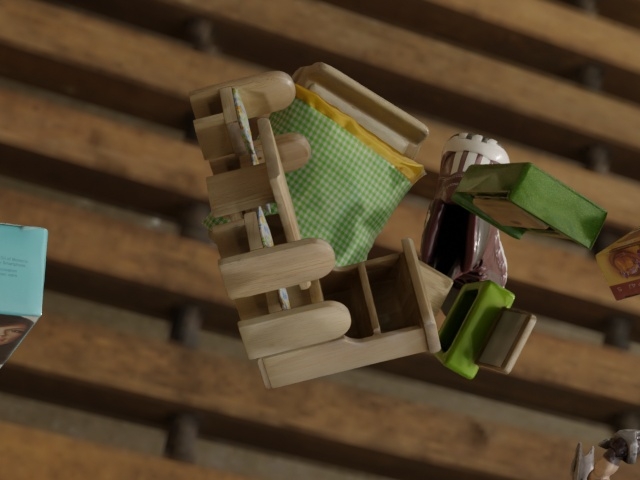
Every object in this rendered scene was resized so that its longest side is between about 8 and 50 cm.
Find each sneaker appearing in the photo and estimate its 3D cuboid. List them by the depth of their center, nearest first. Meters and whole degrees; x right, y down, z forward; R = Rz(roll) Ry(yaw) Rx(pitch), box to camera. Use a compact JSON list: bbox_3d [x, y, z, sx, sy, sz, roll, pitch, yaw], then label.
[{"bbox_3d":[0.151,0.026,2.098,0.162,0.106,0.281,-65,159,-46],"label":"sneaker"}]

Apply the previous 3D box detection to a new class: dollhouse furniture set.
[{"bbox_3d":[0.000,0.000,1.563,0.242,0.161,0.212,75,1,-46],"label":"dollhouse furniture set"},{"bbox_3d":[0.075,-0.016,1.687,0.197,0.302,0.151,-62,-162,-5],"label":"dollhouse furniture set"}]

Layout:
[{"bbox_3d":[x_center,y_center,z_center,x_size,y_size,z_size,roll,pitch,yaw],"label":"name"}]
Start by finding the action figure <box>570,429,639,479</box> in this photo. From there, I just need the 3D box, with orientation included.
[{"bbox_3d":[0.368,0.289,1.925,0.285,0.099,0.185,-13,-98,37],"label":"action figure"}]

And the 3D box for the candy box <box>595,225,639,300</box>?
[{"bbox_3d":[0.356,-0.011,1.682,0.109,0.187,0.053,-19,-80,51],"label":"candy box"}]

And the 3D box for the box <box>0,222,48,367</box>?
[{"bbox_3d":[-0.257,0.055,1.186,0.244,0.101,0.060,136,-43,-59],"label":"box"}]
